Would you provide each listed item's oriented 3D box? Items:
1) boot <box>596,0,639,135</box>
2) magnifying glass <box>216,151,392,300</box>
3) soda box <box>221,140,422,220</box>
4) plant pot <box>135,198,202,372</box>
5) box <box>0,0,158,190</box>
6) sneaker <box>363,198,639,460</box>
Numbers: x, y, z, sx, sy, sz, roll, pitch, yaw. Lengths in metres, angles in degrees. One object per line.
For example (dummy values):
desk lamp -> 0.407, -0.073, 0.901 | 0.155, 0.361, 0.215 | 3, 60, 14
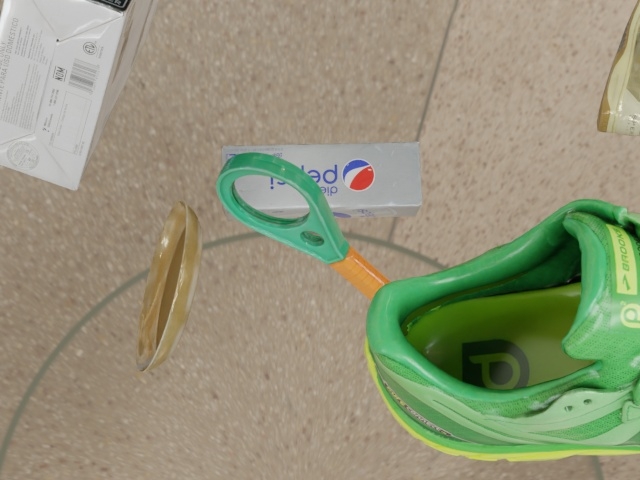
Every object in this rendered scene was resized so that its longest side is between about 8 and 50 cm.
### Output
boot -> 0.487, -0.227, 1.379 | 0.203, 0.095, 0.262 | 17, 63, 17
magnifying glass -> 0.000, 0.000, 0.969 | 0.231, 0.092, 0.026 | 39, 52, -29
soda box -> 0.001, -0.084, 1.554 | 0.286, 0.091, 0.098 | -2, 81, -1
plant pot -> -0.200, 0.063, 1.428 | 0.032, 0.236, 0.236 | 14, 74, -17
box -> -0.196, -0.193, 0.914 | 0.087, 0.169, 0.290 | 19, 35, -8
sneaker -> 0.156, 0.043, 0.472 | 0.295, 0.123, 0.110 | -12, 61, 20
